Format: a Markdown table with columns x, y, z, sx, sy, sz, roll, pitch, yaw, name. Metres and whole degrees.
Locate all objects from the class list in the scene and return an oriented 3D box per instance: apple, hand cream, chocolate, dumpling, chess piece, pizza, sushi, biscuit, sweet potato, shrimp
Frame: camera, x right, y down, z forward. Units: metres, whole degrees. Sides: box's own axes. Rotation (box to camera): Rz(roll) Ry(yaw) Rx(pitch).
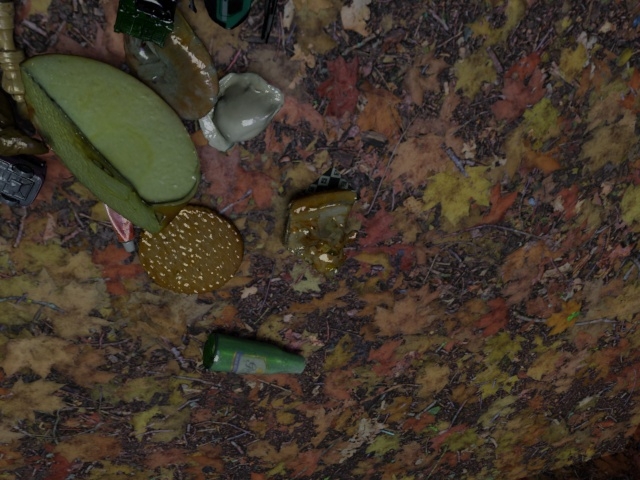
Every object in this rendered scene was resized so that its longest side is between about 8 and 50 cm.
| x | y | z | sx | sy | sz | roll | pitch | yaw | name |
| --- | --- | --- | --- | --- | --- | --- | --- | --- | --- |
| -0.386 | -0.177 | 0.837 | 0.254 | 0.179 | 0.346 | -37 | 110 | 8 | apple |
| -0.444 | -0.071 | 0.983 | 0.052 | 0.038 | 0.216 | -26 | 126 | -32 | hand cream |
| -0.181 | 0.336 | 1.281 | 0.291 | 0.110 | 0.110 | 17 | 116 | -27 | chocolate |
| -0.164 | -0.264 | 0.896 | 0.188 | 0.108 | 0.127 | -28 | 100 | 20 | dumpling |
| -0.541 | -0.326 | 0.775 | 0.060 | 0.060 | 0.172 | -2 | 125 | -14 | chess piece |
| 0.000 | 0.000 | 1.111 | 0.189 | 0.071 | 0.297 | -5 | 137 | -10 | pizza |
| 0.024 | -0.099 | 1.094 | 0.120 | 0.026 | 0.126 | -40 | 123 | 13 | sushi |
| -0.308 | 0.026 | 1.078 | 0.254 | 0.035 | 0.254 | -7 | 123 | -10 | biscuit |
| -0.614 | -0.251 | 0.761 | 0.098 | 0.124 | 0.310 | -28 | 133 | 27 | sweet potato |
| -0.307 | -0.359 | 0.803 | 0.168 | 0.077 | 0.317 | -23 | 116 | 25 | shrimp |

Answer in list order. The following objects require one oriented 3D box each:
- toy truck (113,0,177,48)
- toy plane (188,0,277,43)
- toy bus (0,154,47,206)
| x | y | z | sx | sy | sz | roll | pitch | yaw | name |
| --- | --- | --- | --- | --- | --- | --- | --- | --- | --- |
| -0.248 | -0.451 | 0.686 | 0.088 | 0.121 | 0.259 | 11 | 85 | -29 | toy truck |
| -0.114 | -0.465 | 0.686 | 0.155 | 0.106 | 0.381 | 6 | 149 | -15 | toy plane |
| -0.619 | -0.145 | 0.846 | 0.178 | 0.098 | 0.087 | 30 | 109 | -26 | toy bus |
